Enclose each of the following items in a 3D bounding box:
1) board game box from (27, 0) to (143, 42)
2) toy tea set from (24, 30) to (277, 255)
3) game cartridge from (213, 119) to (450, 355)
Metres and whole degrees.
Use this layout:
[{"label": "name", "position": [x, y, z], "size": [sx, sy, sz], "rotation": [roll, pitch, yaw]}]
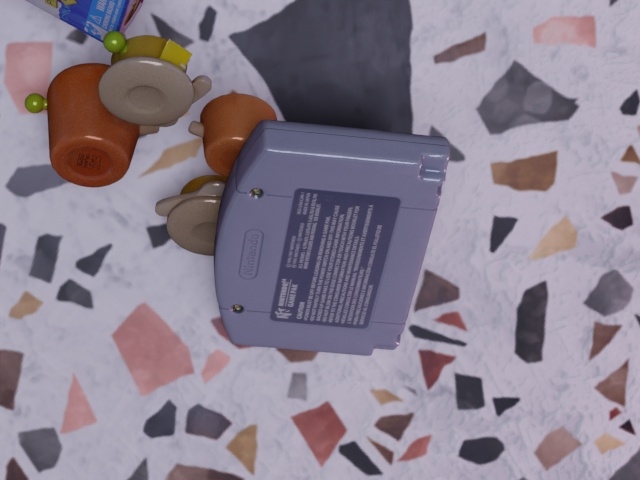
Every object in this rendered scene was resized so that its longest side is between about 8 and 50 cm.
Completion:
[{"label": "board game box", "position": [-0.276, -0.342, 1.714], "size": [0.318, 0.319, 0.066], "rotation": [29, 60, -1]}, {"label": "toy tea set", "position": [-0.110, -0.099, 1.891], "size": [0.336, 0.124, 0.200], "rotation": [32, 132, -33]}, {"label": "game cartridge", "position": [0.000, 0.000, 1.869], "size": [0.198, 0.062, 0.297], "rotation": [9, 140, -3]}]
